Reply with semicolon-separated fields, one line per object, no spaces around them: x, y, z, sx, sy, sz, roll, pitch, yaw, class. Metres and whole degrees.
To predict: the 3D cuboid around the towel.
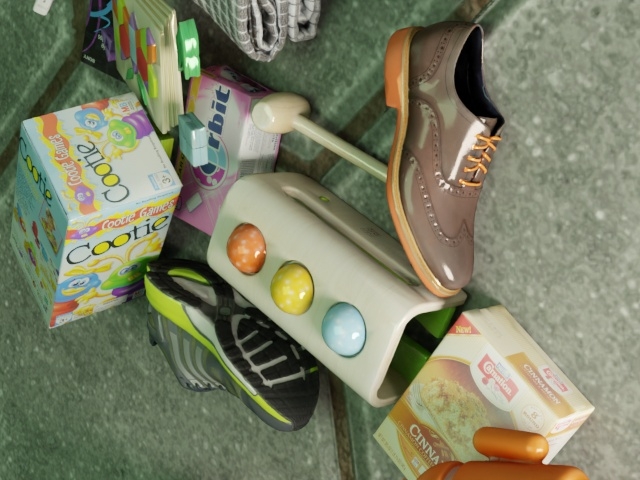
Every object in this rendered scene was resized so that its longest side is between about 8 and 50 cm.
-0.103;-0.359;1.313;0.235;0.121;0.283;49;156;31;towel

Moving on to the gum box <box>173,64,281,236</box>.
-0.109;-0.104;1.460;0.107;0.062;0.188;28;114;38;gum box

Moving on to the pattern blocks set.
-0.204;-0.225;1.439;0.325;0.026;0.285;36;136;57;pattern blocks set

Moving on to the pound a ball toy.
0.000;0.000;1.317;0.319;0.136;0.208;38;120;34;pound a ball toy

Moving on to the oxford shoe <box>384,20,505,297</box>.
0.126;-0.080;1.215;0.098;0.097;0.271;-6;91;39;oxford shoe

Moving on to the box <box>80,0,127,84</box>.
-0.255;-0.290;1.601;0.116;0.029;0.162;28;116;38;box

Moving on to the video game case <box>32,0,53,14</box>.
-0.304;-0.394;1.562;0.173;0.022;0.190;-58;16;32;video game case

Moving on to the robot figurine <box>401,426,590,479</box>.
0.166;0.260;1.119;0.219;0.128;0.158;-3;109;29;robot figurine

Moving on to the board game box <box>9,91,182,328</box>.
-0.280;-0.032;1.518;0.144;0.142;0.275;61;153;19;board game box

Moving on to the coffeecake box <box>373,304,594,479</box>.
0.157;0.179;1.234;0.142;0.068;0.185;50;126;28;coffeecake box

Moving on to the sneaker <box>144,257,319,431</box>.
-0.109;0.137;1.476;0.300;0.111;0.121;40;131;40;sneaker
